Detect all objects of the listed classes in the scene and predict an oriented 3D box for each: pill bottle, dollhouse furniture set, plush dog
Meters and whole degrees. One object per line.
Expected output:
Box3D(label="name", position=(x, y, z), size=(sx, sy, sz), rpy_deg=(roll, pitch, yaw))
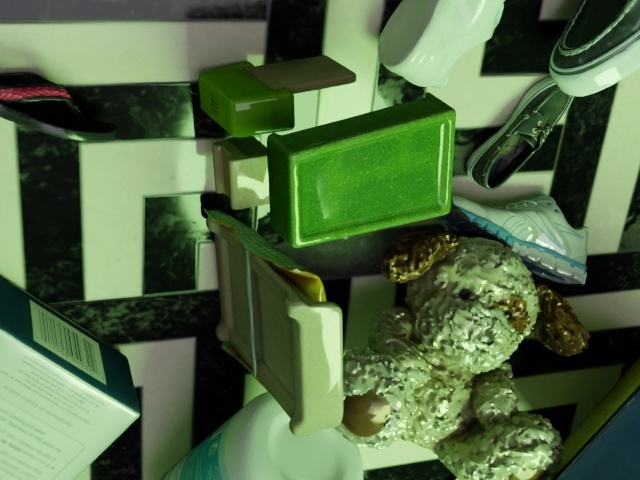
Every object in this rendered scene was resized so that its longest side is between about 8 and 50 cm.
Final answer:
Box3D(label="pill bottle", position=(-0.084, 0.270, 1.006), size=(0.146, 0.146, 0.264), rpy_deg=(18, 137, -28))
Box3D(label="dollhouse furniture set", position=(0.000, 0.000, 0.894), size=(0.151, 0.197, 0.301), rpy_deg=(-16, 123, -24))
Box3D(label="plush dog", position=(0.137, 0.105, 1.001), size=(0.262, 0.210, 0.225), rpy_deg=(26, 100, -16))

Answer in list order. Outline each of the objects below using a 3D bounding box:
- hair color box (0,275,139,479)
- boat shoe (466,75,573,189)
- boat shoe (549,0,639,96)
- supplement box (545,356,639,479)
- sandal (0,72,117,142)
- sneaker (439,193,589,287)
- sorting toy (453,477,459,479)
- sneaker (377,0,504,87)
Box3D(label="hair color box", position=(-0.356, 0.213, 0.925), size=(0.347, 0.105, 0.174), rpy_deg=(-44, 122, 7))
Box3D(label="boat shoe", position=(0.211, -0.107, 0.996), size=(0.142, 0.040, 0.049), rpy_deg=(-47, 123, 9))
Box3D(label="boat shoe", position=(0.309, -0.272, 0.900), size=(0.301, 0.108, 0.102), rpy_deg=(-48, 124, 7))
Box3D(label="supplement box", position=(0.378, 0.259, 1.068), size=(0.195, 0.194, 0.356), rpy_deg=(-52, 164, 13))
Box3D(label="sandal", position=(-0.250, -0.121, 0.802), size=(0.179, 0.067, 0.040), rpy_deg=(17, 100, -25))
Box3D(label="sneaker", position=(0.211, -0.018, 1.044), size=(0.191, 0.071, 0.083), rpy_deg=(24, 77, -24))
Box3D(label="sorting toy", position=(0.173, 0.333, 1.252), size=(0.062, 0.012, 0.083), rpy_deg=(32, 100, -37))
Box3D(label="sneaker", position=(0.145, -0.233, 0.889), size=(0.094, 0.080, 0.212), rpy_deg=(20, 117, -41))
